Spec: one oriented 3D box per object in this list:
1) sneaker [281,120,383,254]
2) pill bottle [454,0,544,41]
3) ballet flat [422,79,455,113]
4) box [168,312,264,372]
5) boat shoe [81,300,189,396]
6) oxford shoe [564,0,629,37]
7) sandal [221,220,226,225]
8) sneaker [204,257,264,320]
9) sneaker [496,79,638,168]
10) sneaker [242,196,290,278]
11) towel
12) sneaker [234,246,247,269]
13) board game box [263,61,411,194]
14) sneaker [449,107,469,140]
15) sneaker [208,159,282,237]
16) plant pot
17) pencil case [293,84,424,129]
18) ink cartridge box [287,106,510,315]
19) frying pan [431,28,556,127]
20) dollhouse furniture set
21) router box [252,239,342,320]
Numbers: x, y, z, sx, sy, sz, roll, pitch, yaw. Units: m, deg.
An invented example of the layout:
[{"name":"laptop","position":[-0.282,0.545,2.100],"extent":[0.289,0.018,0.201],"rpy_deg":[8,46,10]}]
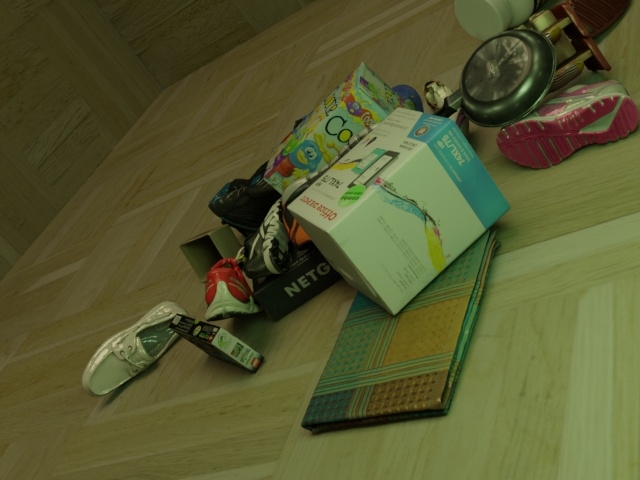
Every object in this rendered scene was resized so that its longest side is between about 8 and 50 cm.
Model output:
[{"name":"sneaker","position":[0.070,-0.077,1.555],"extent":[0.321,0.124,0.180],"rpy_deg":[-36,46,27]},{"name":"pill bottle","position":[0.485,-0.652,2.092],"extent":[0.334,0.188,0.188],"rpy_deg":[-48,26,-20]},{"name":"ballet flat","position":[0.279,-0.327,1.945],"extent":[0.073,0.067,0.206],"rpy_deg":[-36,24,1]},{"name":"box","position":[-0.204,0.196,1.626],"extent":[0.207,0.114,0.036],"rpy_deg":[5,60,58]},{"name":"boat shoe","position":[-0.404,0.239,1.852],"extent":[0.277,0.098,0.096],"rpy_deg":[-44,24,-17]},{"name":"oxford shoe","position":[0.602,-0.537,1.859],"extent":[0.348,0.123,0.130],"rpy_deg":[-55,3,-31]},{"name":"sandal","position":[-0.204,-0.070,2.211],"extent":[0.067,0.040,0.179],"rpy_deg":[-46,10,-31]},{"name":"sneaker","position":[-0.174,0.094,1.673],"extent":[0.107,0.118,0.279],"rpy_deg":[-8,-3,-2]},{"name":"sneaker","position":[0.437,-0.209,1.492],"extent":[0.252,0.103,0.111],"rpy_deg":[-14,29,31]},{"name":"sneaker","position":[-0.106,-0.005,1.692],"extent":[0.106,0.078,0.234],"rpy_deg":[-23,31,24]},{"name":"towel","position":[0.134,0.142,1.351],"extent":[0.271,0.040,0.370],"rpy_deg":[-18,32,38]},{"name":"sneaker","position":[-0.182,0.047,1.977],"extent":[0.035,0.031,0.083],"rpy_deg":[14,59,45]},{"name":"board game box","position":[0.034,-0.197,1.691],"extent":[0.275,0.142,0.144],"rpy_deg":[-41,20,26]},{"name":"sneaker","position":[0.204,-0.188,1.695],"extent":[0.152,0.114,0.305],"rpy_deg":[13,48,25]},{"name":"sneaker","position":[-0.123,-0.098,1.982],"extent":[0.340,0.140,0.125],"rpy_deg":[-15,32,54]},{"name":"plant pot","position":[-0.254,0.020,2.037],"extent":[0.109,0.109,0.096],"rpy_deg":[-19,19,37]},{"name":"pencil case","position":[0.089,-0.259,1.900],"extent":[0.306,0.119,0.133],"rpy_deg":[-23,7,-31]},{"name":"ink cartridge box","position":[0.126,-0.054,1.409],"extent":[0.270,0.197,0.198],"rpy_deg":[-42,25,-7]},{"name":"frying pan","position":[0.281,-0.294,1.557],"extent":[0.326,0.053,0.197],"rpy_deg":[-3,68,43]},{"name":"dollhouse furniture set","position":[0.434,-0.361,1.746],"extent":[0.201,0.152,0.374],"rpy_deg":[-34,7,10]},{"name":"router box","position":[0.000,0.000,1.734],"extent":[0.308,0.081,0.243],"rpy_deg":[-34,24,9]}]
